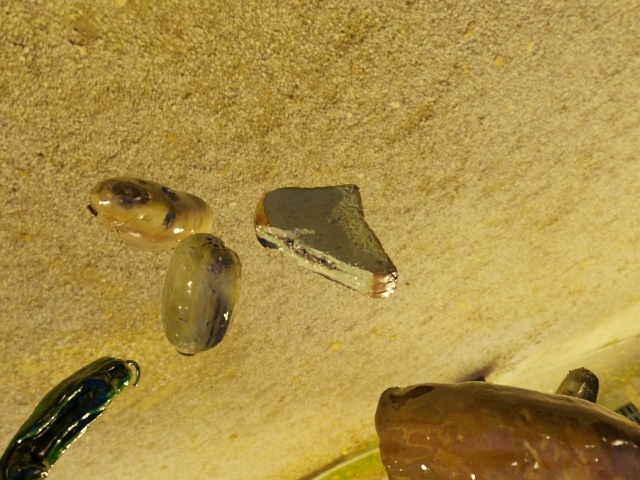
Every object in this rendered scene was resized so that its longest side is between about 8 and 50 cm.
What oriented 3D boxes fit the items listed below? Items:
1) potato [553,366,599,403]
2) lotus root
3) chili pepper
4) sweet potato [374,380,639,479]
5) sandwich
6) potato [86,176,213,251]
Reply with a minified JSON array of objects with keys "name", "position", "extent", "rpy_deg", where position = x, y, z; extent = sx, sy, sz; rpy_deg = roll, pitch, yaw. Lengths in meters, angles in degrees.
[{"name":"potato","position":[0.612,0.385,0.978],"extent":[0.188,0.085,0.105],"rpy_deg":[-42,122,-25]},{"name":"lotus root","position":[-0.146,0.076,0.483],"extent":[0.077,0.090,0.183],"rpy_deg":[-14,137,-47]},{"name":"chili pepper","position":[-0.383,0.267,0.633],"extent":[0.100,0.257,0.074],"rpy_deg":[46,125,-10]},{"name":"sweet potato","position":[0.255,0.256,0.499],"extent":[0.370,0.157,0.158],"rpy_deg":[-8,147,24]},{"name":"sandwich","position":[0.000,0.003,0.853],"extent":[0.254,0.288,0.099],"rpy_deg":[-7,139,-17]},{"name":"potato","position":[-0.347,-0.050,0.840],"extent":[0.192,0.141,0.296],"rpy_deg":[5,171,14]}]
